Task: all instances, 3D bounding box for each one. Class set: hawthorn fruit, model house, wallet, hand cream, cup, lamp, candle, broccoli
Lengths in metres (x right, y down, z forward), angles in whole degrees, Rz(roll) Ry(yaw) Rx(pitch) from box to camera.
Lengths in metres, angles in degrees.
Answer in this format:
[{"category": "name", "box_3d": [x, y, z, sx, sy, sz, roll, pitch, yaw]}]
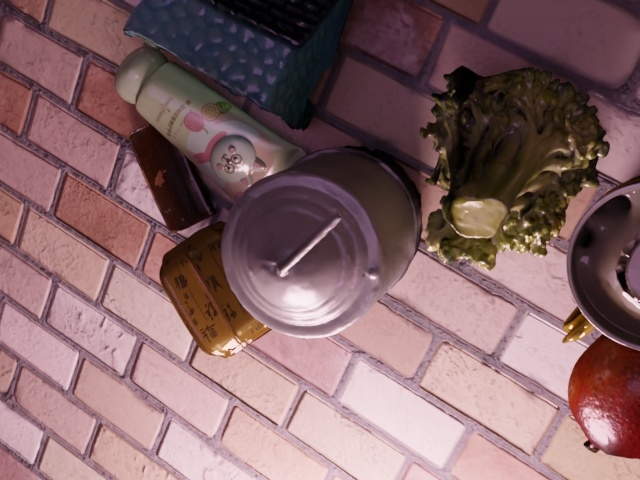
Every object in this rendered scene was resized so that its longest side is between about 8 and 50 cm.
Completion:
[{"category": "hawthorn fruit", "box_3d": [0.382, 0.191, 1.045, 0.169, 0.169, 0.188, 45, 119, 10]}, {"category": "model house", "box_3d": [-0.094, -0.316, 1.147, 0.261, 0.226, 0.241, 31, 99, 12]}, {"category": "wallet", "box_3d": [-0.236, -0.106, 1.345, 0.095, 0.026, 0.176, -25, 91, 22]}, {"category": "hand cream", "box_3d": [-0.173, -0.171, 1.274, 0.306, 0.093, 0.147, 39, 117, 2]}, {"category": "cup", "box_3d": [0.372, 0.026, 0.973, 0.185, 0.226, 0.241, 46, 118, 8]}, {"category": "lamp", "box_3d": [-0.148, 0.074, 1.275, 0.161, 0.161, 0.185, -35, 87, 28]}, {"category": "candle", "box_3d": [0.000, 0.000, 1.086, 0.221, 0.342, 0.221, 5, 104, 19]}, {"category": "broccoli", "box_3d": [0.200, -0.081, 1.018, 0.263, 0.243, 0.247, -31, 101, 33]}]
